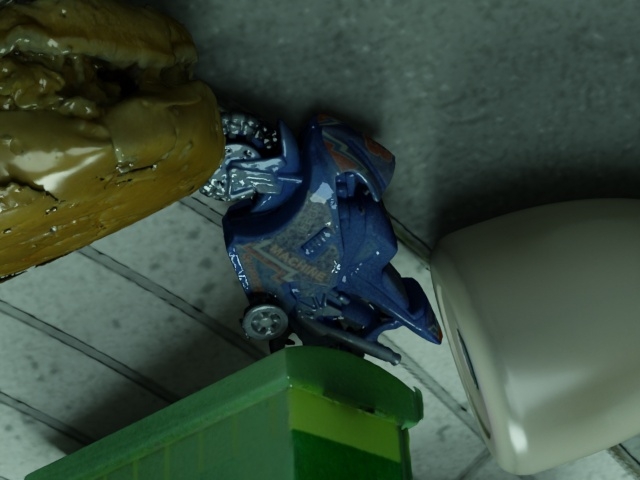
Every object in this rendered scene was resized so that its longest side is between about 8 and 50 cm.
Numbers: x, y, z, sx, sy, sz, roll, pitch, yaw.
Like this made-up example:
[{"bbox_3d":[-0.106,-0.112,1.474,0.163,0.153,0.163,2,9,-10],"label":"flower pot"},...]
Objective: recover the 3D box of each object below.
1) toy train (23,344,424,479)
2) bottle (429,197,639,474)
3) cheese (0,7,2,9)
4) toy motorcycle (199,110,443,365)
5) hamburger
[{"bbox_3d":[-0.065,0.193,0.923,0.120,0.202,0.301,24,141,-38],"label":"toy train"},{"bbox_3d":[0.194,0.034,0.905,0.236,0.147,0.148,-18,129,-2],"label":"bottle"},{"bbox_3d":[-0.219,-0.179,0.697,0.226,0.117,0.214,18,129,-23],"label":"cheese"},{"bbox_3d":[0.000,0.000,0.896,0.114,0.076,0.205,-19,126,5],"label":"toy motorcycle"},{"bbox_3d":[-0.154,-0.046,0.773,0.213,0.214,0.108,-25,84,14],"label":"hamburger"}]
